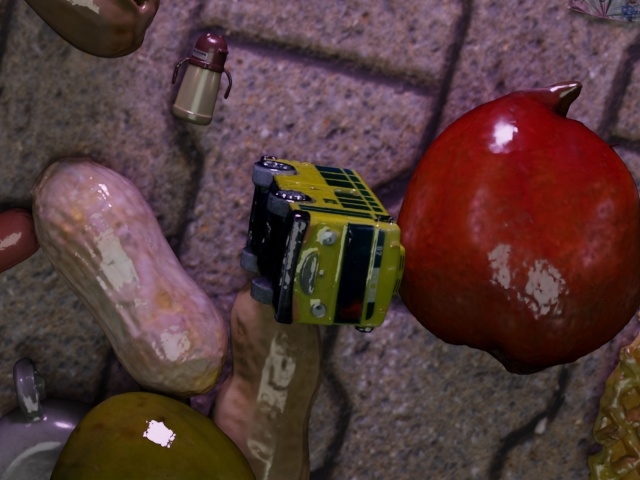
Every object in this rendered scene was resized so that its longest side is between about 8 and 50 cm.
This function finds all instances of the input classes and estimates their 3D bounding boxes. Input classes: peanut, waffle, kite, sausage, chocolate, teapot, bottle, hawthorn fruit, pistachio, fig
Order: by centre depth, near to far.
[{"bbox_3d":[-0.262,-0.283,1.682,0.206,0.131,0.129,40,53,-11],"label":"pistachio"},{"bbox_3d":[-0.167,0.268,1.686,0.225,0.203,0.203,9,109,31],"label":"fig"},{"bbox_3d":[0.213,-0.002,1.740,0.295,0.295,0.311,-19,105,-1],"label":"hawthorn fruit"},{"bbox_3d":[-0.211,0.039,1.746,0.134,0.134,0.309,-34,88,3],"label":"chocolate"},{"bbox_3d":[-0.129,-0.181,1.761,0.063,0.047,0.101,12,100,-31],"label":"bottle"},{"bbox_3d":[-0.384,0.015,1.775,0.154,0.062,0.062,-27,107,2],"label":"sausage"},{"bbox_3d":[0.346,-0.307,1.802,0.152,0.005,0.137,-33,108,2],"label":"kite"},{"bbox_3d":[-0.061,0.178,1.811,0.130,0.130,0.290,11,87,-10],"label":"peanut"},{"bbox_3d":[-0.306,0.273,1.827,0.193,0.129,0.294,-14,105,-5],"label":"teapot"},{"bbox_3d":[0.485,0.218,1.938,0.302,0.068,0.325,12,106,-10],"label":"waffle"}]

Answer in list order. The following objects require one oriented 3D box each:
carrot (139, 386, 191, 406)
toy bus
[{"bbox_3d":[-0.178,0.214,1.833,0.069,0.069,0.228,-6,89,-5],"label":"carrot"},{"bbox_3d":[0.000,0.000,1.715,0.150,0.262,0.128,7,105,-12],"label":"toy bus"}]
